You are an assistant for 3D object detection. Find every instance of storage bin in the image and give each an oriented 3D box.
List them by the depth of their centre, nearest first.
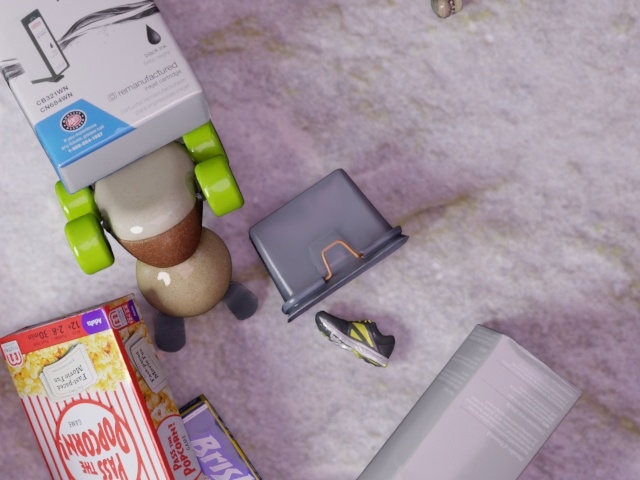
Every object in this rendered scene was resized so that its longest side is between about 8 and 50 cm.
[{"bbox_3d":[0.000,0.000,1.824,0.135,0.098,0.091,-35,85,-4],"label":"storage bin"}]

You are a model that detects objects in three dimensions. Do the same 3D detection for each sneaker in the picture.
[{"bbox_3d":[0.033,0.086,1.861,0.083,0.031,0.035,34,75,-11],"label":"sneaker"}]

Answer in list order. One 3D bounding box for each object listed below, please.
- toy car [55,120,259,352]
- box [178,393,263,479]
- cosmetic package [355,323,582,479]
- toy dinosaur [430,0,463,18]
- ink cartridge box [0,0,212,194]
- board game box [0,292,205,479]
[{"bbox_3d":[-0.130,0.012,1.808,0.155,0.149,0.188,-24,123,0],"label":"toy car"},{"bbox_3d":[-0.085,0.228,1.837,0.059,0.054,0.169,-34,95,-5],"label":"box"},{"bbox_3d":[0.121,0.199,1.826,0.107,0.127,0.238,36,90,-7],"label":"cosmetic package"},{"bbox_3d":[0.163,-0.339,1.844,0.118,0.064,0.268,7,88,0],"label":"toy dinosaur"},{"bbox_3d":[-0.209,-0.168,1.759,0.148,0.086,0.203,-29,75,-6],"label":"ink cartridge box"},{"bbox_3d":[-0.195,0.157,1.783,0.146,0.045,0.193,-18,95,39],"label":"board game box"}]
